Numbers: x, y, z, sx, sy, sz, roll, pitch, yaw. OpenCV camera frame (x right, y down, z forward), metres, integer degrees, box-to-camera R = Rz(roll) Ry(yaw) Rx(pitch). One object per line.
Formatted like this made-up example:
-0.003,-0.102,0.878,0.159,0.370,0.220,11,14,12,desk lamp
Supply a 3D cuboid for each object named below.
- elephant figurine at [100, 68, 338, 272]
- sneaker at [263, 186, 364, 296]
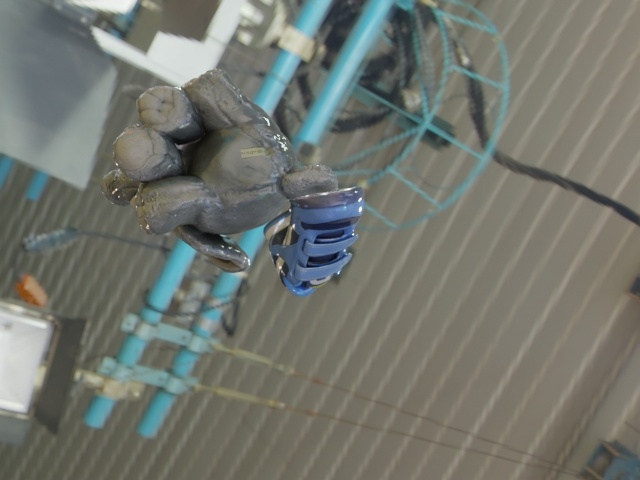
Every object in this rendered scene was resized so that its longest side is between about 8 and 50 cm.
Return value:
-0.108,-0.054,1.167,0.169,0.239,0.186,-29,-102,-12,elephant figurine
0.000,0.000,0.863,0.144,0.053,0.059,134,-53,-70,sneaker
